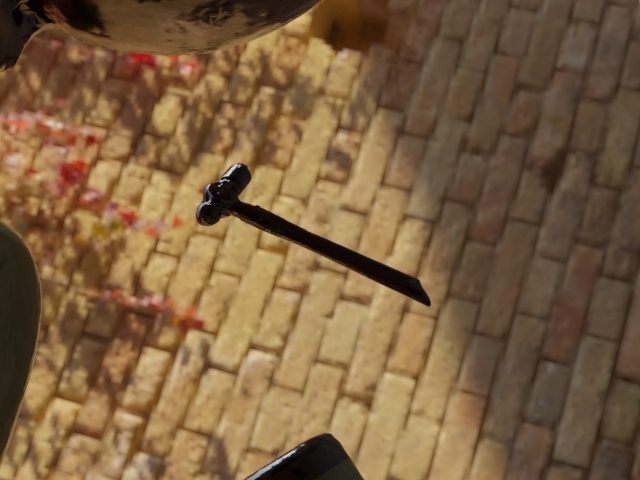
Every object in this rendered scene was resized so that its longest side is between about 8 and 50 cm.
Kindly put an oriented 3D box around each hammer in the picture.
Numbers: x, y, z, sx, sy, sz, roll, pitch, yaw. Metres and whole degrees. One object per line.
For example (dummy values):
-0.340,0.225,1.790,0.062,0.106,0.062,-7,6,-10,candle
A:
0.000,0.000,0.976,0.065,0.178,0.021,-63,-4,-48,hammer

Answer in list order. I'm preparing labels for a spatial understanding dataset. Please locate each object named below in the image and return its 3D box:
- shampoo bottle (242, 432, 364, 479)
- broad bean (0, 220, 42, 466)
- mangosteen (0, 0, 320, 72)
0.042,0.274,0.952,0.101,0.284,0.101,-33,-9,-6,shampoo bottle
-0.261,0.111,0.916,0.263,0.121,0.189,-60,-23,-8,broad bean
-0.121,-0.225,0.692,0.307,0.347,0.307,155,90,-87,mangosteen
